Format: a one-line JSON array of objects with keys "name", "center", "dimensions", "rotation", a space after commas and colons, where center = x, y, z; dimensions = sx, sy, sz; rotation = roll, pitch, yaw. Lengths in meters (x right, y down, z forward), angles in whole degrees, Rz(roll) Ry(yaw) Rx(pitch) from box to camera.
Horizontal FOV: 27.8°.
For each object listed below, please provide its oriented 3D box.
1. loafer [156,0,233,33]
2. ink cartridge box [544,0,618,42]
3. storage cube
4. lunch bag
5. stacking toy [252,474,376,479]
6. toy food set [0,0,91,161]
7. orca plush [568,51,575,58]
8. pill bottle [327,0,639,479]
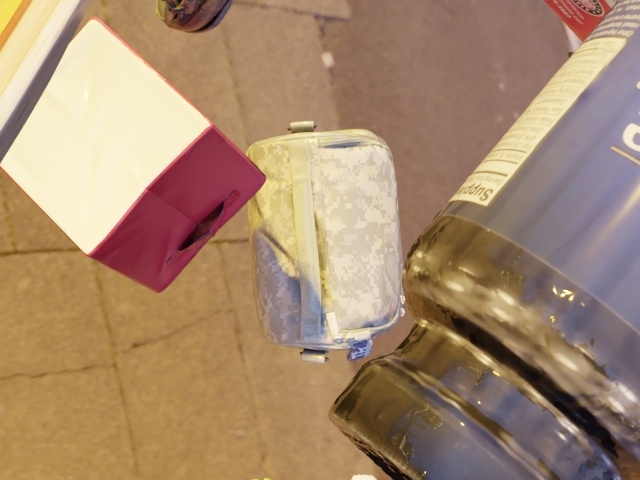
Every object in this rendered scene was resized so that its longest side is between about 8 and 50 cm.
[{"name": "loafer", "center": [-0.120, -0.273, 1.290], "dimensions": [0.084, 0.267, 0.096], "rotation": [3, 83, -28]}, {"name": "ink cartridge box", "center": [0.388, -0.207, 1.071], "dimensions": [0.279, 0.385, 0.160], "rotation": [38, 81, -35]}, {"name": "storage cube", "center": [-0.205, -0.085, 1.360], "dimensions": [0.215, 0.183, 0.193], "rotation": [43, 0, 19]}, {"name": "lunch bag", "center": [0.000, 0.000, 1.723], "dimensions": [0.256, 0.213, 0.305], "rotation": [-13, 99, -80]}, {"name": "stacking toy", "center": [-0.032, 0.366, 1.569], "dimensions": [0.221, 0.167, 0.052], "rotation": [7, 27, -38]}, {"name": "toy food set", "center": [-0.206, -0.092, 0.714], "dimensions": [0.092, 0.220, 0.306], "rotation": [31, 56, -12]}, {"name": "orca plush", "center": [0.328, -0.112, 1.749], "dimensions": [0.102, 0.151, 0.287], "rotation": [72, 25, -84]}, {"name": "pill bottle", "center": [0.107, 0.005, 0.442], "dimensions": [0.219, 0.123, 0.123], "rotation": [-50, 119, -9]}]
